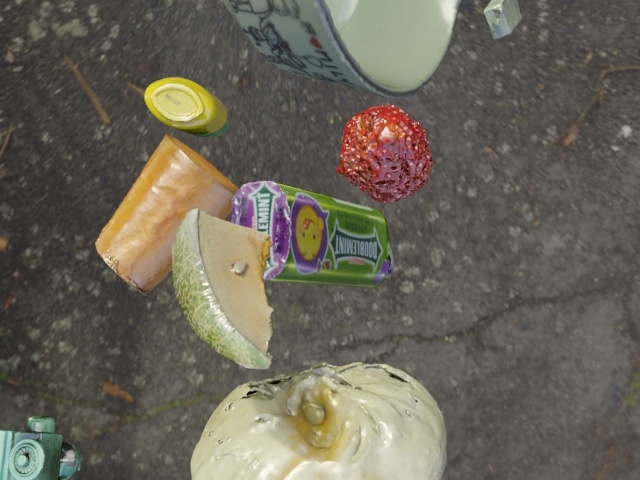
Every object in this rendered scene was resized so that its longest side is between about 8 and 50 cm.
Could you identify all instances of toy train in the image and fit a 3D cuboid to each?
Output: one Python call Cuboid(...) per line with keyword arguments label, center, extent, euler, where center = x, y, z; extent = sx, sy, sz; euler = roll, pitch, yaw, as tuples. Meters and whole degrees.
Cuboid(label="toy train", center=(-0.420, 0.361, 1.207), extent=(0.159, 0.101, 0.248), euler=(-1, 75, 17))

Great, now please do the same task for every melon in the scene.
Cuboid(label="melon", center=(-0.091, 0.047, 0.850), extent=(0.097, 0.182, 0.054), euler=(13, 126, -15))

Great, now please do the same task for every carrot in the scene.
Cuboid(label="carrot", center=(-0.283, -0.042, 1.646), extent=(0.196, 0.196, 0.254), euler=(40, 91, -17))

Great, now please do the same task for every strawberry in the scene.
Cuboid(label="strawberry", center=(0.121, -0.173, 1.672), extent=(0.184, 0.201, 0.187), euler=(2, 72, 4))

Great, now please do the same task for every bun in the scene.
Cuboid(label="bun", center=(-0.007, 0.219, 0.963), extent=(0.287, 0.287, 0.146), euler=(-13, 117, 1))

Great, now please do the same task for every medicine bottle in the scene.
Cuboid(label="medicine bottle", center=(-0.198, -0.208, 1.453), extent=(0.111, 0.309, 0.076), euler=(22, 94, 3))

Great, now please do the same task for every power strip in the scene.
Cuboid(label="power strip", center=(0.146, -0.181, 0.713), extent=(0.017, 0.083, 0.027), euler=(-18, 106, 27))

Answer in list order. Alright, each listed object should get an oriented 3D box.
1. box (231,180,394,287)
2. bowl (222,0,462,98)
Cuboid(label="box", center=(0.000, 0.000, 1.299), extent=(0.097, 0.345, 0.134), euler=(-5, 83, 26))
Cuboid(label="bowl", center=(0.002, -0.194, 0.575), extent=(0.112, 0.211, 0.212), euler=(2, 116, 32))
